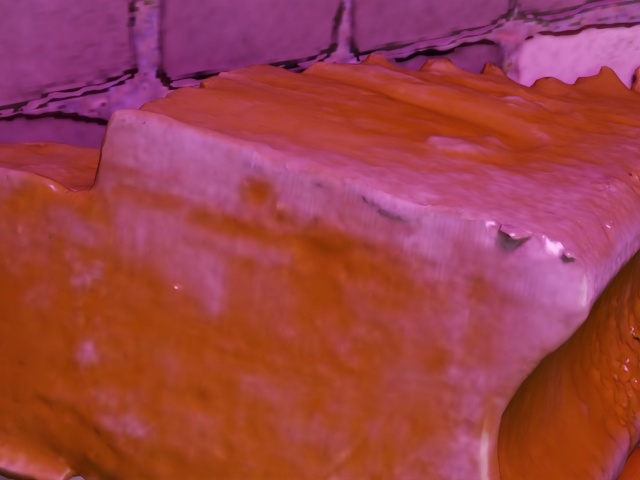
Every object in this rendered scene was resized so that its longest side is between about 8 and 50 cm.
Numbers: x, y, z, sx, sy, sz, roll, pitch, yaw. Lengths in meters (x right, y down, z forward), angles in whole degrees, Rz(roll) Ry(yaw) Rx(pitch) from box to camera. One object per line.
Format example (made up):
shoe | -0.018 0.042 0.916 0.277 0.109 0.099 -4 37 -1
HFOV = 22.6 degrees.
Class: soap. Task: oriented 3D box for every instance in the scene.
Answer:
soap | 0.000 0.000 0.682 0.338 0.304 0.169 -29 132 -64

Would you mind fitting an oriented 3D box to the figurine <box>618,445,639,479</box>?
figurine | 0.142 0.195 0.794 0.167 0.192 0.257 -65 155 -17
